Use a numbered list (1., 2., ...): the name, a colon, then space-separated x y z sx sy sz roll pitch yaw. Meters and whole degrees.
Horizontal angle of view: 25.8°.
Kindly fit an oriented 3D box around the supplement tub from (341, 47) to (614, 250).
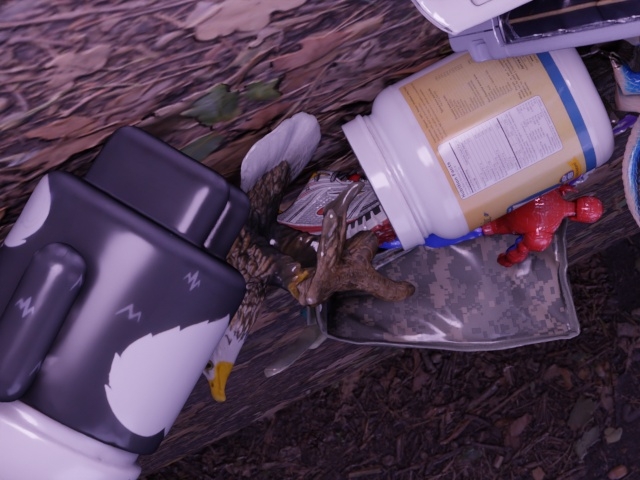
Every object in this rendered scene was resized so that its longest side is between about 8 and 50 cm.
1. supplement tub: 0.133 -0.090 1.195 0.200 0.144 0.144 -27 169 3

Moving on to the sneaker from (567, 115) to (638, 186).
1. sneaker: 0.273 -0.130 1.505 0.104 0.095 0.236 -7 154 -42

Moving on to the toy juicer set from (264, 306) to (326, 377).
1. toy juicer set: 0.057 0.040 1.805 0.329 0.089 0.209 -37 180 8

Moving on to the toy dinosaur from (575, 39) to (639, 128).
1. toy dinosaur: 0.218 -0.116 1.347 0.313 0.121 0.160 -31 162 8

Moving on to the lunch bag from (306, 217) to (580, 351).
1. lunch bag: 0.124 0.038 1.573 0.287 0.169 0.235 -8 -174 1

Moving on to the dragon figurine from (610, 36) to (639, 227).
1. dragon figurine: 0.320 -0.158 1.180 0.144 0.289 0.085 -1 153 15

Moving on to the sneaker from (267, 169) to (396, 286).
1. sneaker: 0.029 -0.036 1.331 0.225 0.092 0.088 -25 168 20

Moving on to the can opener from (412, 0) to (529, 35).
1. can opener: 0.180 -0.220 0.891 0.283 0.076 0.095 -26 170 -11

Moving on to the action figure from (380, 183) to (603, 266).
1. action figure: 0.155 -0.020 1.416 0.280 0.091 0.139 -3 170 25

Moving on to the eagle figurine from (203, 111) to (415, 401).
1. eagle figurine: -0.105 0.030 1.217 0.298 0.225 0.226 0 139 29

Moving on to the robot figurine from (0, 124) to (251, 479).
1. robot figurine: -0.160 0.062 0.998 0.209 0.173 0.278 32 87 -36

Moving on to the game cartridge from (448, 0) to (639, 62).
1. game cartridge: 0.254 -0.188 1.002 0.196 0.060 0.294 -19 -170 -33
